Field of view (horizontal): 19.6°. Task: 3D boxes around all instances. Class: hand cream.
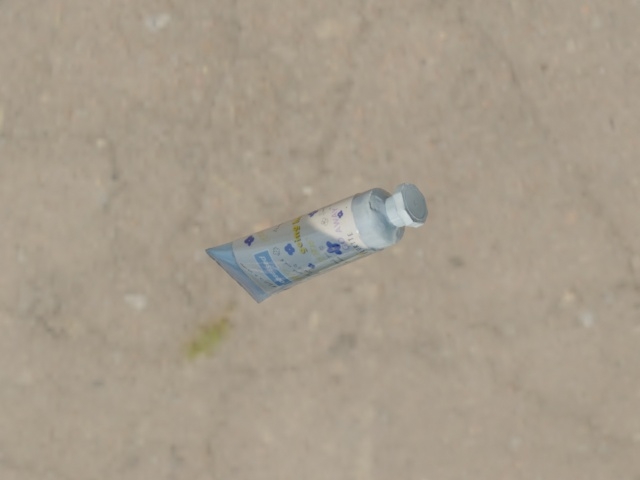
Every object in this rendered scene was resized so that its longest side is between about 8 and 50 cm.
[{"bbox_3d":[0.000,0.000,1.324,0.171,0.043,0.065,-21,126,35],"label":"hand cream"}]
